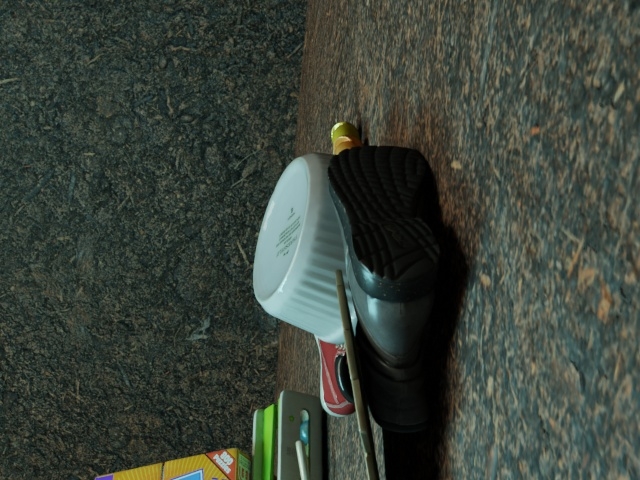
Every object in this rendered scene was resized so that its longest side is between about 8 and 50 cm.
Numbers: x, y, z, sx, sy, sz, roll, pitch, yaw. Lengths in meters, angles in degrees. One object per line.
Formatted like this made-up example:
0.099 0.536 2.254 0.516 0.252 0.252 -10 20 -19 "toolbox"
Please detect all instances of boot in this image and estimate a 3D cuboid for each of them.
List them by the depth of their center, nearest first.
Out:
0.069 0.042 0.961 0.338 0.118 0.222 -84 -8 -58 "boot"
0.040 0.135 1.264 0.176 0.088 0.244 114 152 -67 "boot"

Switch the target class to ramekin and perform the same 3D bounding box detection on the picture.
0.000 0.000 1.169 0.273 0.127 0.272 -164 90 -72 "ramekin"

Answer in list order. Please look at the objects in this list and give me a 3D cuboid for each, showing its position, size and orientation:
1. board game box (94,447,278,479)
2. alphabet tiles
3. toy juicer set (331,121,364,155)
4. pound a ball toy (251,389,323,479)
-0.254 0.701 1.773 0.356 0.356 0.356 53 -152 -48 "board game box"
0.053 0.212 0.982 0.342 0.011 0.285 78 -177 -54 "alphabet tiles"
0.017 -0.112 1.530 0.329 0.090 0.209 -154 67 -83 "toy juicer set"
-0.033 0.462 1.658 0.208 0.136 0.319 -43 38 43 "pound a ball toy"
